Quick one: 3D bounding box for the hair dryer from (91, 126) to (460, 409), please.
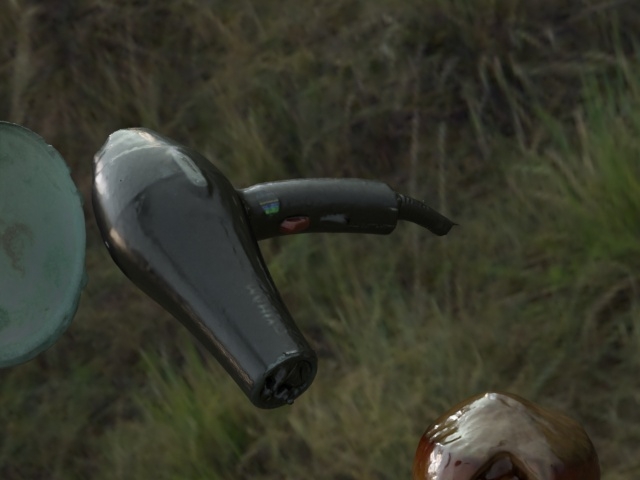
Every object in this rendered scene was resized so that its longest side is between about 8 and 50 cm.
[{"bbox_3d":[0.000,0.000,1.003,0.272,0.091,0.235,-11,45,-33],"label":"hair dryer"}]

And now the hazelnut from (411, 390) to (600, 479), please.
[{"bbox_3d":[0.074,0.103,0.616,0.086,0.086,0.086,-14,45,14],"label":"hazelnut"}]

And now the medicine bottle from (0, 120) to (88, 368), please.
[{"bbox_3d":[-0.358,0.006,1.249,0.290,0.245,0.245,-2,47,41],"label":"medicine bottle"}]
